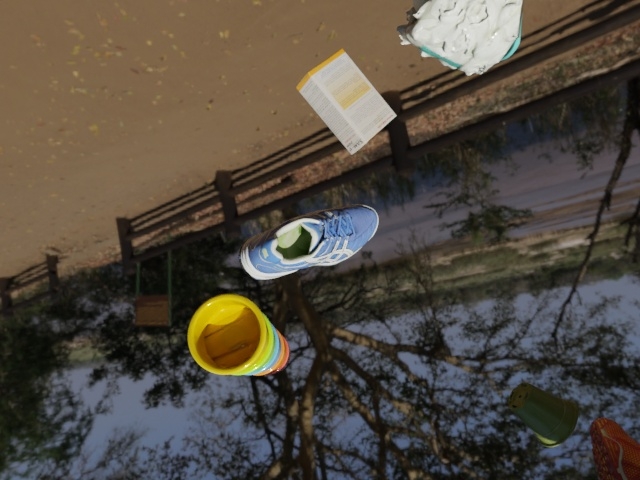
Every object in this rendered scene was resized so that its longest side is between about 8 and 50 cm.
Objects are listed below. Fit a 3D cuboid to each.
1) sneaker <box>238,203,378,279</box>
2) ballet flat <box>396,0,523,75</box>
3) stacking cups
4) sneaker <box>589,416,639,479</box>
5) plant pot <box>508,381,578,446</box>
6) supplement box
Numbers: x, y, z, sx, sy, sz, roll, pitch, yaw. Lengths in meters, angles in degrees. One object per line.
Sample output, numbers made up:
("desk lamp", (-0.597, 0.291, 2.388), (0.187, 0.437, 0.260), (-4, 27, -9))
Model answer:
("sneaker", (0.000, 0.000, 0.677), (0.211, 0.080, 0.081), (-22, 180, -29))
("ballet flat", (0.146, -0.380, 0.511), (0.147, 0.408, 0.147), (3, 180, 0))
("stacking cups", (-0.097, 0.147, 0.740), (0.096, 0.096, 0.316), (-12, 165, 2))
("sneaker", (0.256, 0.194, 0.361), (0.067, 0.064, 0.175), (-14, -157, -1))
("plant pot", (0.344, 0.266, 0.801), (0.083, 0.079, 0.083), (-54, -176, 5))
("supplement box", (0.029, -0.155, 0.570), (0.062, 0.098, 0.036), (-44, -173, -29))
